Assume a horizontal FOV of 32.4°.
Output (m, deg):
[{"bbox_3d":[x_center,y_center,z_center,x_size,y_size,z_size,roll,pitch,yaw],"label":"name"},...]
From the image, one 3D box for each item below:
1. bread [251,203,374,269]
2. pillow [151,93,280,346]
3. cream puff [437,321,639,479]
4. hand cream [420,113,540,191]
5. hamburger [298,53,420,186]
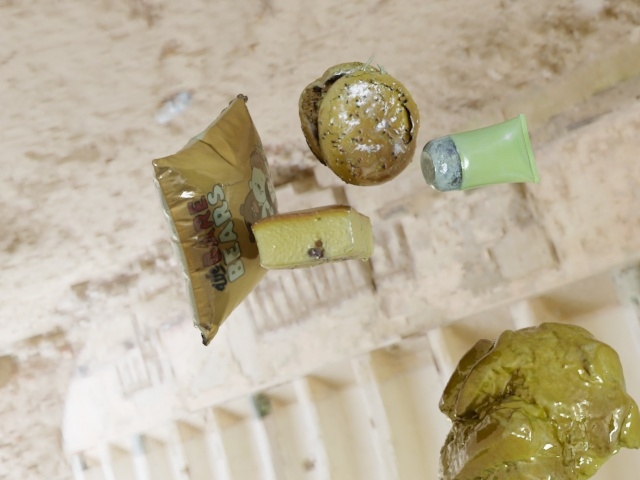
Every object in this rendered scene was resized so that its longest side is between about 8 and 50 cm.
[{"bbox_3d":[0.000,0.000,1.635,0.138,0.077,0.361,-10,177,7],"label":"bread"},{"bbox_3d":[-0.155,-0.042,1.775,0.119,0.310,0.312,1,-153,25],"label":"pillow"},{"bbox_3d":[0.284,0.266,1.619,0.269,0.274,0.323,-6,146,-42],"label":"cream puff"},{"bbox_3d":[0.207,-0.107,1.426,0.175,0.095,0.046,-12,178,-32],"label":"hand cream"},{"bbox_3d":[0.059,-0.175,1.582,0.177,0.185,0.113,9,-166,-20],"label":"hamburger"}]
